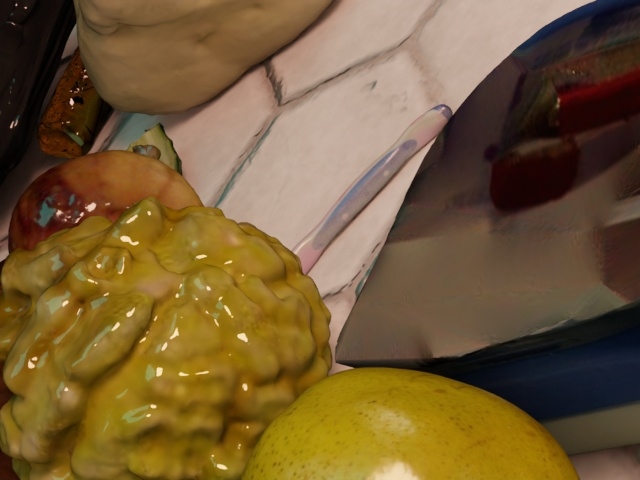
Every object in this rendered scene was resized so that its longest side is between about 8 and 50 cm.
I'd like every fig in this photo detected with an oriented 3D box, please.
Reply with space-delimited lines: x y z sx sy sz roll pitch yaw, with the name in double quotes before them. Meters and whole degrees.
"fig" -0.143 -0.021 1.542 0.143 0.160 0.231 -52 7 49

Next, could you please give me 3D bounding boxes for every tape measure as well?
"tape measure" 0.171 -0.010 1.106 0.259 0.138 0.262 -15 44 44

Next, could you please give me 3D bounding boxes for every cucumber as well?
"cucumber" -0.141 -0.048 1.683 0.067 0.035 0.107 -35 37 8

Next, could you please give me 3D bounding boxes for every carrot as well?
"carrot" -0.199 -0.179 1.892 0.069 0.069 0.228 -4 53 52

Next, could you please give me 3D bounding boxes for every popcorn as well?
"popcorn" -0.120 0.078 1.323 0.259 0.212 0.259 -21 48 26

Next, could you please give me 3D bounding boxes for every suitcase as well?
"suitcase" -0.359 -0.170 1.915 0.339 0.188 0.345 -45 23 44

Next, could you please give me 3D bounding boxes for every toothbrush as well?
"toothbrush" 0.000 0.000 1.447 0.269 0.021 0.027 -46 34 4

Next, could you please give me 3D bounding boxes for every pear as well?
"pear" 0.046 0.160 1.018 0.198 0.198 0.198 -34 32 25

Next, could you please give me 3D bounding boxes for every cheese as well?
"cheese" -0.146 -0.222 1.687 0.248 0.251 0.173 -40 62 37

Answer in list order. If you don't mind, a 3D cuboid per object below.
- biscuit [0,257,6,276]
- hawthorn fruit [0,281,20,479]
"biscuit" -0.336 0.075 1.756 0.236 0.039 0.180 -27 15 20
"hawthorn fruit" -0.305 0.132 1.484 0.258 0.258 0.262 -45 15 7
